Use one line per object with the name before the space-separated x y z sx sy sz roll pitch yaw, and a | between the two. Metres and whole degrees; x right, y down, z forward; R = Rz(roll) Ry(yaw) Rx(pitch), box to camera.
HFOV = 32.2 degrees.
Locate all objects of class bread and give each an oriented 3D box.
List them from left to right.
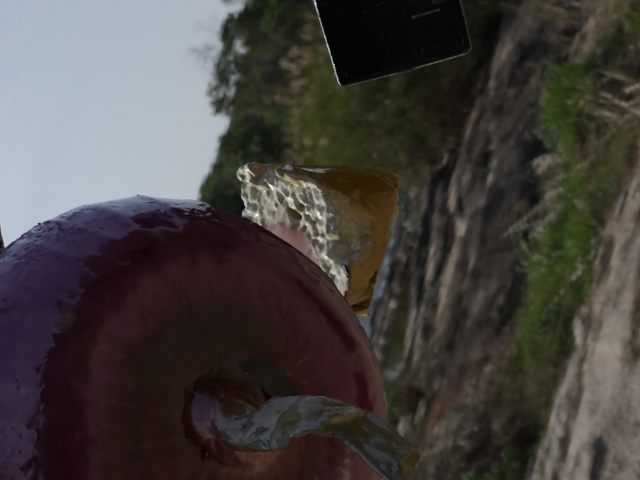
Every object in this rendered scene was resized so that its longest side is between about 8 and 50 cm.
bread | -0.011 0.000 1.441 0.211 0.224 0.184 -85 3 -72

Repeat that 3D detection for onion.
onion | -0.108 0.124 0.821 0.358 0.358 0.345 -77 14 -47

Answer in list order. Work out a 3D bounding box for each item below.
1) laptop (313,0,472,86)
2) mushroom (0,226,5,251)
laptop | 0.106 -0.313 1.617 0.026 0.207 0.154 -85 -20 -62
mushroom | -0.413 -0.040 1.129 0.253 0.153 0.253 61 175 8
